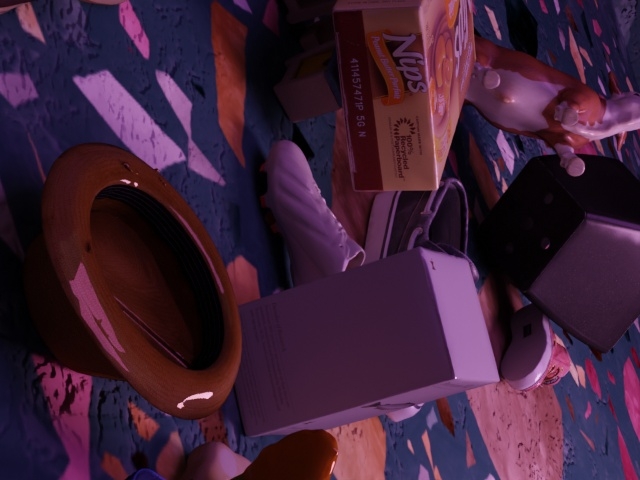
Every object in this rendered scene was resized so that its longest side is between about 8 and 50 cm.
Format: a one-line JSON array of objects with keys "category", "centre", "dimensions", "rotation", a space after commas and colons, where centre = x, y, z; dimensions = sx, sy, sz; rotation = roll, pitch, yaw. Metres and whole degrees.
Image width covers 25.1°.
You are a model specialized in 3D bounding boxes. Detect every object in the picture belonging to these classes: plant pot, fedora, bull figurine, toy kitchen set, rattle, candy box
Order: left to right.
[{"category": "fedora", "centre": [-0.130, 0.035, 0.928], "dimensions": [0.194, 0.079, 0.194], "rotation": [43, 34, -38]}, {"category": "toy kitchen set", "centre": [-0.007, -0.248, 1.367], "dimensions": [0.207, 0.122, 0.166], "rotation": [60, 25, -23]}, {"category": "rattle", "centre": [-0.004, 0.218, 1.006], "dimensions": [0.200, 0.142, 0.130], "rotation": [55, 9, -21]}, {"category": "candy box", "centre": [0.090, -0.199, 1.408], "dimensions": [0.316, 0.087, 0.183], "rotation": [-69, 155, -58]}, {"category": "bull figurine", "centre": [0.266, -0.169, 1.761], "dimensions": [0.188, 0.310, 0.101], "rotation": [-60, 168, -67]}, {"category": "plant pot", "centre": [0.309, -0.001, 1.775], "dimensions": [0.167, 0.188, 0.187], "rotation": [19, 27, -40]}]

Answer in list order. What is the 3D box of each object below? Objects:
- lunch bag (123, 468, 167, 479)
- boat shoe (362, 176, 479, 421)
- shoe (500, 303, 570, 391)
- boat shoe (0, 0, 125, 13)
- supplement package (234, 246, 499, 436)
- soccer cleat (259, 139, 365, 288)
[{"category": "lunch bag", "centre": [-0.114, 0.189, 0.867], "dimensions": [0.067, 0.065, 0.098], "rotation": [40, 36, -25]}, {"category": "boat shoe", "centre": [0.104, 0.046, 1.415], "dimensions": [0.108, 0.102, 0.301], "rotation": [57, 27, -30]}, {"category": "shoe", "centre": [0.268, 0.150, 1.752], "dimensions": [0.081, 0.063, 0.178], "rotation": [57, 21, -17]}, {"category": "boat shoe", "centre": [-0.172, -0.224, 0.976], "dimensions": [0.342, 0.123, 0.123], "rotation": [-15, 87, -67]}, {"category": "supplement package", "centre": [0.031, 0.083, 1.123], "dimensions": [0.105, 0.179, 0.105], "rotation": [15, 59, -63]}, {"category": "soccer cleat", "centre": [0.000, 0.000, 1.250], "dimensions": [0.068, 0.076, 0.196], "rotation": [23, 52, -60]}]
